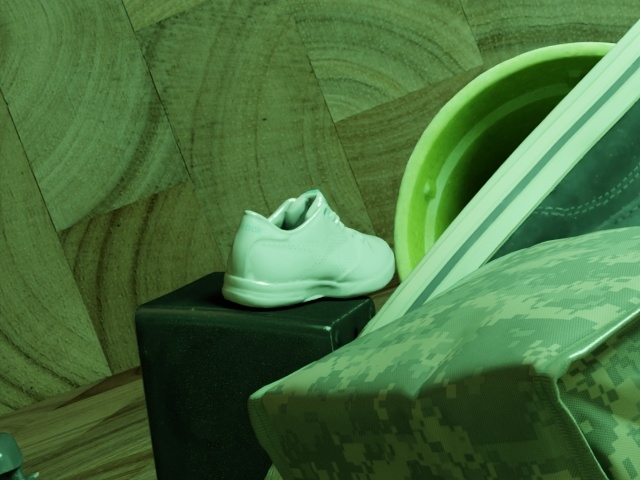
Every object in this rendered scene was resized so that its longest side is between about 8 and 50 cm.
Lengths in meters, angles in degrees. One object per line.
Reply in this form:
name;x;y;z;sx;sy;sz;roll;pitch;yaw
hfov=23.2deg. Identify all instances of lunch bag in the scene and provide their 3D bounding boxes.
lunch bag;0.152;0.077;0.767;0.287;0.169;0.235;-28;8;-35

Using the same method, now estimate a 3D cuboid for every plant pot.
plant pot;-0.039;0.126;1.374;0.167;0.188;0.187;-6;7;19
plant pot;0.208;0.008;1.236;0.276;0.276;0.254;-21;-10;6

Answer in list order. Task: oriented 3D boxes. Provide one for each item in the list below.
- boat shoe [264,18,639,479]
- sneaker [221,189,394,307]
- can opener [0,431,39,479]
boat shoe;0.140;0.044;1.014;0.500;0.156;0.187;-47;-4;-8
sneaker;0.000;0.000;1.366;0.080;0.094;0.212;12;13;34
can opener;-0.388;0.284;1.743;0.076;0.095;0.283;-22;2;6
